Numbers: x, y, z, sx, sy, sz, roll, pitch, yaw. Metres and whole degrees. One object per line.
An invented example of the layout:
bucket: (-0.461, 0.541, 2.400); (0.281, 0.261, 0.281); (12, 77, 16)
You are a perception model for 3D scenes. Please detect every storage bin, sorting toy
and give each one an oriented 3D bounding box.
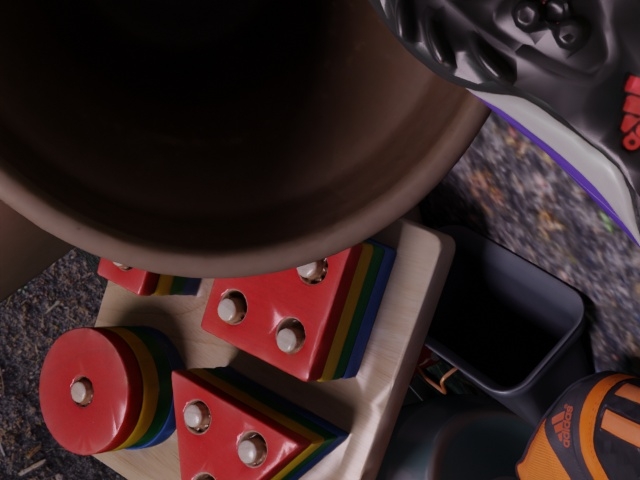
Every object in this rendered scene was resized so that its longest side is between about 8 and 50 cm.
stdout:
storage bin: (0.115, 0.070, 0.679); (0.135, 0.098, 0.091); (34, 166, 44)
sorting toy: (-0.074, 0.074, 0.683); (0.257, 0.256, 0.089); (23, -171, 31)

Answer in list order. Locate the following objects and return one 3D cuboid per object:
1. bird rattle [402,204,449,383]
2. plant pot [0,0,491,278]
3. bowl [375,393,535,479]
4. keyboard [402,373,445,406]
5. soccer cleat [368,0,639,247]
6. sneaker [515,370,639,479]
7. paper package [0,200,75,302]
bird rattle: (0.000, 0.000, 0.772); (0.253, 0.143, 0.207); (42, 144, 19)
plant pot: (-0.059, -0.141, 0.491); (0.263, 0.263, 0.229); (58, 180, -22)
bowl: (0.113, 0.240, 0.750); (0.311, 0.311, 0.163); (48, 131, 11)
keyboard: (0.136, 0.241, 1.062); (0.201, 0.033, 0.317); (48, 164, 33)
soccer cleat: (0.113, -0.073, 0.357); (0.318, 0.108, 0.116); (50, -153, 7)
sneaker: (0.233, 0.210, 0.642); (0.180, 0.124, 0.321); (30, 143, 59)
paper package: (-0.222, -0.106, 0.763); (0.168, 0.325, 0.309); (50, 163, 5)
